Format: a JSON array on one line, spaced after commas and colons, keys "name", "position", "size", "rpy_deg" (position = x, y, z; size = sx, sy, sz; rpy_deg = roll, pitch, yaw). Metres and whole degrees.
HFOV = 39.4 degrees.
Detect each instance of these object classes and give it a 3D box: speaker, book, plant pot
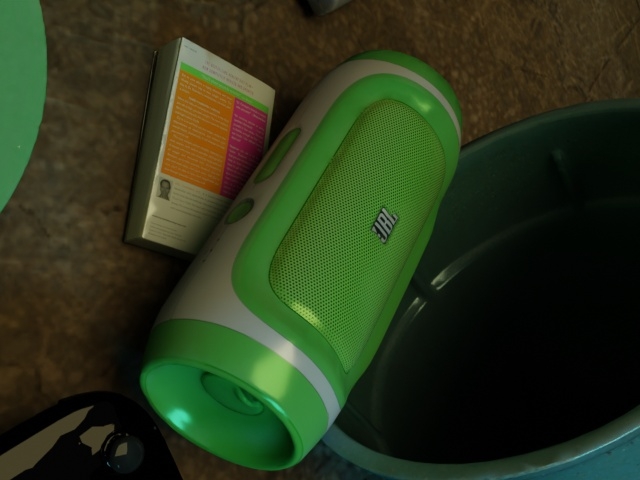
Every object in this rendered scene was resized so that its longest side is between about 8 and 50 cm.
[{"name": "speaker", "position": [0.000, 0.000, 0.601], "size": [0.131, 0.131, 0.296], "rpy_deg": [48, 49, -23]}, {"name": "book", "position": [-0.080, -0.057, 0.634], "size": [0.096, 0.035, 0.144], "rpy_deg": [21, 69, -40]}, {"name": "plant pot", "position": [0.210, 0.130, 0.667], "size": [0.334, 0.341, 0.341], "rpy_deg": [54, 52, -28]}]

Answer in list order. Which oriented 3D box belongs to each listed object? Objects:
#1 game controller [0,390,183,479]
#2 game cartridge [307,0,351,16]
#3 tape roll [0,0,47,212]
[{"name": "game controller", "position": [-0.197, 0.213, 0.442], "size": [0.319, 0.067, 0.166], "rpy_deg": [-31, 101, -33]}, {"name": "game cartridge", "position": [-0.005, -0.354, 0.745], "size": [0.196, 0.060, 0.294], "rpy_deg": [-41, 108, -42]}, {"name": "tape roll", "position": [-0.298, -0.103, 0.427], "size": [0.321, 0.077, 0.321], "rpy_deg": [10, 74, -39]}]
